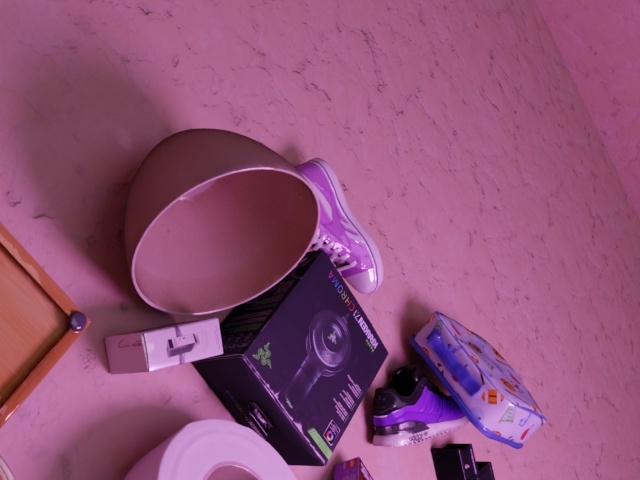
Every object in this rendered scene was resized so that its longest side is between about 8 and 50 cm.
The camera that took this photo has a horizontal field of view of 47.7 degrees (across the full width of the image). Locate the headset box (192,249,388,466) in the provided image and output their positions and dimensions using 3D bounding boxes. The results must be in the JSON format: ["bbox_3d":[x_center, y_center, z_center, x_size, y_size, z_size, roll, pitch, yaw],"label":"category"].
[{"bbox_3d":[-0.045,0.201,1.210,0.246,0.131,0.283,58,44,-20],"label":"headset box"}]

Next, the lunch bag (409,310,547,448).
[{"bbox_3d":[0.322,0.287,1.523,0.243,0.115,0.303,28,17,-46],"label":"lunch bag"}]

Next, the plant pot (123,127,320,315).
[{"bbox_3d":[-0.168,-0.056,1.067,0.284,0.284,0.191,13,35,-47],"label":"plant pot"}]

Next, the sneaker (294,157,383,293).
[{"bbox_3d":[-0.001,0.000,1.350,0.161,0.102,0.282,-35,96,-44],"label":"sneaker"}]

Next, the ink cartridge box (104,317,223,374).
[{"bbox_3d":[-0.224,0.152,1.040,0.135,0.099,0.056,-6,86,-49],"label":"ink cartridge box"}]

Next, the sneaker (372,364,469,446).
[{"bbox_3d":[0.211,0.326,1.494,0.293,0.102,0.146,-1,80,-49],"label":"sneaker"}]

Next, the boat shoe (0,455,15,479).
[{"bbox_3d":[-0.384,0.310,0.851,0.045,0.050,0.135,-26,100,-55],"label":"boat shoe"}]

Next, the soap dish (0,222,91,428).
[{"bbox_3d":[-0.420,0.079,0.821,0.291,0.118,0.229,56,44,-25],"label":"soap dish"}]

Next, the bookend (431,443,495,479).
[{"bbox_3d":[0.330,0.513,1.604,0.157,0.072,0.156,-10,87,-50],"label":"bookend"}]

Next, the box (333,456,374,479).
[{"bbox_3d":[0.110,0.562,1.284,0.293,0.057,0.201,60,16,-19],"label":"box"}]

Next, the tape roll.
[{"bbox_3d":[-0.137,0.395,0.990,0.286,0.100,0.286,39,28,-26],"label":"tape roll"}]
